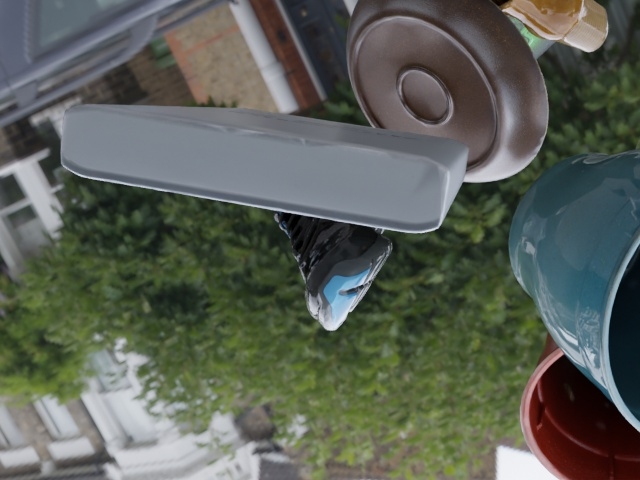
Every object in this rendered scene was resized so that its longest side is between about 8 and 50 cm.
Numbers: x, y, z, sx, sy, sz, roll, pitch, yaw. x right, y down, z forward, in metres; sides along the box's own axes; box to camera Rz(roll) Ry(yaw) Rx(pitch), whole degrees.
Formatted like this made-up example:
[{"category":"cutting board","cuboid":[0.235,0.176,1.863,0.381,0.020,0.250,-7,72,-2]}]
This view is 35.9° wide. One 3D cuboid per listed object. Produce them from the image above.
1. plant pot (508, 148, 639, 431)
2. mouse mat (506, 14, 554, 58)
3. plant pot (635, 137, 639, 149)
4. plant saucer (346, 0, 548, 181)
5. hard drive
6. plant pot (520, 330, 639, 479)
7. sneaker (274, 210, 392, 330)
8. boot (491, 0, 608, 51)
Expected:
[{"category":"plant pot","cuboid":[0.326,0.028,0.979,0.272,0.271,0.255,-28,-157,-9]},{"category":"mouse mat","cuboid":[0.317,-0.321,1.617,0.190,0.007,0.153,-42,146,26]},{"category":"plant pot","cuboid":[0.703,-0.133,1.585,0.275,0.274,0.293,-30,177,-18]},{"category":"plant saucer","cuboid":[0.146,-0.196,1.277,0.050,0.310,0.311,-41,-161,-31]},{"category":"hard drive","cuboid":[-0.011,-0.065,0.745,0.233,0.047,0.353,10,-171,9]},{"category":"plant pot","cuboid":[0.401,0.148,1.275,0.272,0.272,0.265,-20,-157,24]},{"category":"sneaker","cuboid":[0.000,0.000,1.166,0.125,0.140,0.341,-55,-174,13]},{"category":"boot","cuboid":[0.270,-0.389,1.261,0.211,0.295,0.104,17,147,-41]}]
